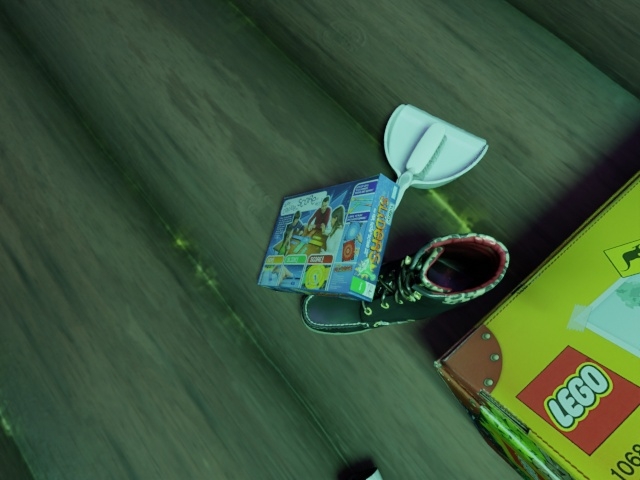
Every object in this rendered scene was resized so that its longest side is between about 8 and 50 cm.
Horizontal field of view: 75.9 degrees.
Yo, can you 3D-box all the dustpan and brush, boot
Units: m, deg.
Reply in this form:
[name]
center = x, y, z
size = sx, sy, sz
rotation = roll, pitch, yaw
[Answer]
[dustpan and brush]
center = 0.135, -0.105, 0.585
size = 0.147, 0.060, 0.211
rotation = 31, 79, 13
[boot]
center = 0.084, 0.054, 0.482
size = 0.236, 0.178, 0.085
rotation = -10, 74, 2

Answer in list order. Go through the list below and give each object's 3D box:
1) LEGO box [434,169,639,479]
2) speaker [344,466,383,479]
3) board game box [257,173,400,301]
[LEGO box]
center = 0.419, 0.086, 0.333
size = 0.500, 0.193, 0.372
rotation = -40, 30, -6
[speaker]
center = 0.071, 0.337, 0.466
size = 0.055, 0.055, 0.136
rotation = -26, 72, -2
[board game box]
center = 0.000, 0.000, 0.512
size = 0.035, 0.201, 0.136
rotation = 25, 74, -33
